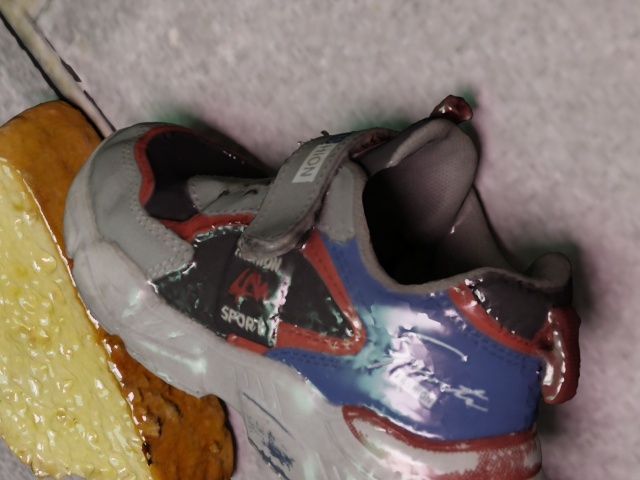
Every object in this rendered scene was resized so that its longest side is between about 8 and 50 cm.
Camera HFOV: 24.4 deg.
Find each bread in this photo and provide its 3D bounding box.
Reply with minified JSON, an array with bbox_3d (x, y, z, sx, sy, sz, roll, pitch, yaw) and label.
[{"bbox_3d":[-0.110,0.036,0.654,0.103,0.065,0.187,-13,104,38],"label":"bread"}]

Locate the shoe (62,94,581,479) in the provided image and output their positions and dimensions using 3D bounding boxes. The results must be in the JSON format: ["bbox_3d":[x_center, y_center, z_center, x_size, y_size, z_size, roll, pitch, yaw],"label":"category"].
[{"bbox_3d":[0.001,0.000,0.511,0.227,0.099,0.125,38,121,31],"label":"shoe"}]
